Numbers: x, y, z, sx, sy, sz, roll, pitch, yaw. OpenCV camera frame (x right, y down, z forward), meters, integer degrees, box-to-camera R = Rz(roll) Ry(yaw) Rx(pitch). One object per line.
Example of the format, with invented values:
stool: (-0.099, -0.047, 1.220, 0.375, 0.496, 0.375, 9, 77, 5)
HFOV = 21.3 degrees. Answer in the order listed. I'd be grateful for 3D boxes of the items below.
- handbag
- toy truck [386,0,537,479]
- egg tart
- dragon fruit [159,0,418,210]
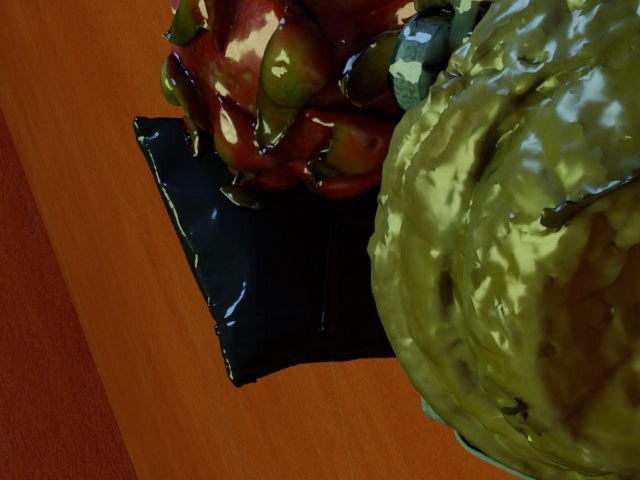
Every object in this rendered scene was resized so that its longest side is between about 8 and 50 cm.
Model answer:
handbag: (0.000, 0.000, 1.239, 0.088, 0.254, 0.211, -41, 62, 43)
toy truck: (0.151, -0.007, 0.903, 0.133, 0.184, 0.338, 20, 133, 35)
egg tart: (0.162, 0.014, 0.714, 0.115, 0.290, 0.290, -80, -11, -58)
dragon fruit: (0.023, -0.139, 1.123, 0.307, 0.227, 0.243, 37, 143, 40)
